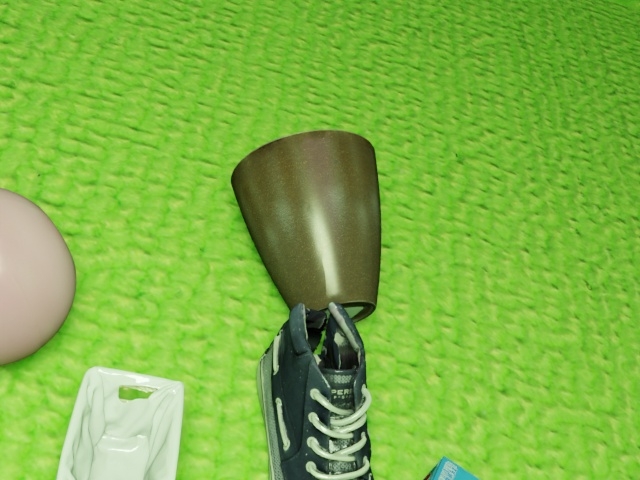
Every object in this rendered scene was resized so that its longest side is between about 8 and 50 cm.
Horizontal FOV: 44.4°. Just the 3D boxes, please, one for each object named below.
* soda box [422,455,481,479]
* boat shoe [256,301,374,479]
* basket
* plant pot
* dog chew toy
[{"bbox_3d":[0.211,0.353,0.934,0.210,0.071,0.067,33,44,8],"label":"soda box"},{"bbox_3d":[0.007,0.230,0.900,0.127,0.158,0.341,-2,50,-24],"label":"boat shoe"},{"bbox_3d":[-0.213,0.233,0.827,0.113,0.103,0.167,13,35,-12],"label":"basket"},{"bbox_3d":[0.000,0.000,1.100,0.215,0.215,0.231,-3,66,-25],"label":"plant pot"},{"bbox_3d":[-0.433,0.080,0.834,0.206,0.207,0.331,43,55,17],"label":"dog chew toy"}]
